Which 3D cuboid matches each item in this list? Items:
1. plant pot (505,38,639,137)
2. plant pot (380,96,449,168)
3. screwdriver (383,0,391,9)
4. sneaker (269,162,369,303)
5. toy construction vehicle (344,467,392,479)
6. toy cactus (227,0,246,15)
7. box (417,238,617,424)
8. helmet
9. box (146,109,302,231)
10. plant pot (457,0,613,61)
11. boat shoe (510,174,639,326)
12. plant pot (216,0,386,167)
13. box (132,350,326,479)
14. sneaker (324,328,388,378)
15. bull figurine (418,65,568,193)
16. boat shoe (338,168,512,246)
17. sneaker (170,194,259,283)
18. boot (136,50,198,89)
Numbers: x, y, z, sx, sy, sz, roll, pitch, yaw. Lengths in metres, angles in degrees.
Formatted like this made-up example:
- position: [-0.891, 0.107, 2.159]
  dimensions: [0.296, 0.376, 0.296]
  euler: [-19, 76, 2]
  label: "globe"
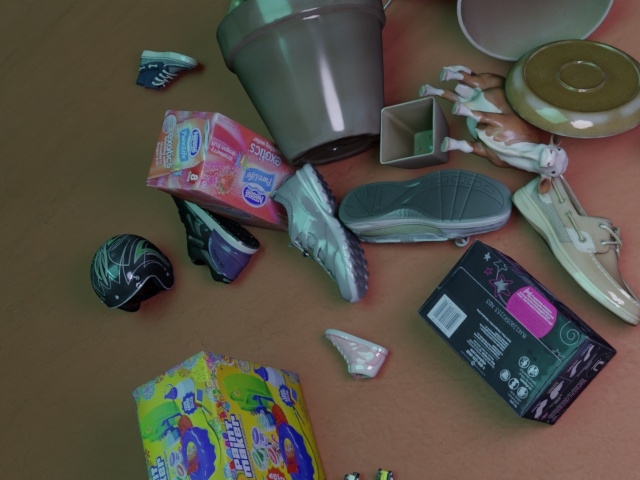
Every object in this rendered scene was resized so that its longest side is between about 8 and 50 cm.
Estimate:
- position: [0.416, -0.254, 1.459]
  dimensions: [0.236, 0.032, 0.236]
  euler: [-3, 48, 3]
  label: "plant pot"
- position: [0.180, -0.184, 1.651]
  dimensions: [0.109, 0.096, 0.109]
  euler: [-9, 71, 34]
  label: "plant pot"
- position: [0.170, -0.524, 1.813]
  dimensions: [0.170, 0.025, 0.024]
  euler: [-48, 54, 12]
  label: "screwdriver"
- position: [0.000, 0.000, 1.698]
  dimensions: [0.115, 0.105, 0.281]
  euler: [-30, 67, 13]
  label: "sneaker"
- position: [0.082, 0.438, 1.567]
  dimensions: [0.085, 0.035, 0.098]
  euler: [5, 81, 25]
  label: "toy construction vehicle"
- position: [-0.154, -0.557, 2.025]
  dimensions: [0.219, 0.112, 0.181]
  euler: [53, 126, 32]
  label: "toy cactus"
- position: [0.305, 0.145, 1.430]
  dimensions: [0.163, 0.142, 0.247]
  euler: [-53, 52, 12]
  label: "box"
- position: [-0.413, 0.069, 1.952]
  dimensions: [0.169, 0.161, 0.170]
  euler: [-12, 69, 32]
  label: "helmet"
- position: [-0.169, -0.128, 1.753]
  dimensions: [0.142, 0.300, 0.154]
  euler: [9, 80, 37]
  label: "box"
- position: [0.348, -0.494, 1.564]
  dimensions: [0.256, 0.256, 0.274]
  euler: [-25, 45, 27]
  label: "plant pot"
- position: [0.416, 0.001, 1.421]
  dimensions: [0.098, 0.109, 0.302]
  euler: [-43, 49, 16]
  label: "boat shoe"
- position: [-0.009, -0.299, 1.719]
  dimensions: [0.323, 0.323, 0.281]
  euler: [-19, 81, 30]
  label: "plant pot"
- position: [-0.150, 0.379, 1.593]
  dimensions: [0.177, 0.279, 0.290]
  euler: [-31, 60, 24]
  label: "box"
- position: [0.054, 0.208, 1.645]
  dimensions: [0.134, 0.051, 0.070]
  euler: [18, 81, 34]
  label: "sneaker"
- position: [0.284, -0.193, 1.501]
  dimensions: [0.310, 0.188, 0.101]
  euler: [-105, 34, -55]
  label: "bull figurine"
- position: [0.190, -0.046, 1.611]
  dimensions: [0.320, 0.103, 0.118]
  euler: [-5, 53, 29]
  label: "boat shoe"
- position: [-0.255, -0.019, 1.909]
  dimensions: [0.283, 0.107, 0.124]
  euler: [44, 108, 36]
  label: "sneaker"
- position: [-0.359, -0.392, 2.130]
  dimensions: [0.190, 0.069, 0.086]
  euler: [15, 91, 46]
  label: "boot"
